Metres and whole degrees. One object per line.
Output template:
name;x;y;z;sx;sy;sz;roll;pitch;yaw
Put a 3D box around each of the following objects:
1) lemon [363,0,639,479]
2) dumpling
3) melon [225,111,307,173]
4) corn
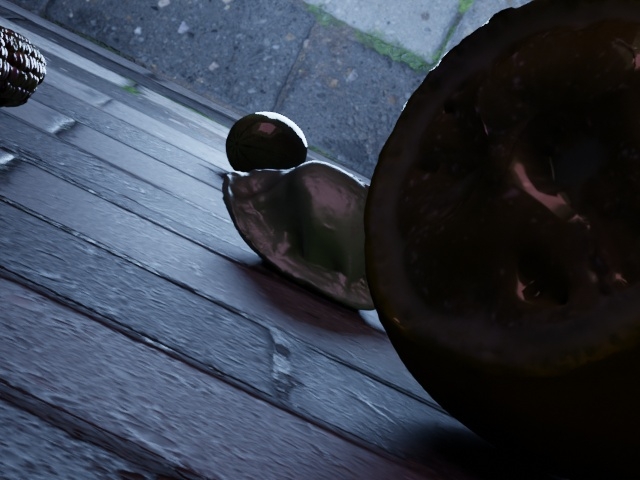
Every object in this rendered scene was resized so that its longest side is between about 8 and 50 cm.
lemon;0.227;0.019;1.301;0.364;0.364;0.364;26;6;-3
dumpling;0.006;-0.014;1.671;0.219;0.108;0.152;24;6;1
melon;-0.072;-0.121;2.318;0.098;0.098;0.130;30;7;31
corn;-0.335;-0.169;1.668;0.092;0.092;0.280;28;4;15
